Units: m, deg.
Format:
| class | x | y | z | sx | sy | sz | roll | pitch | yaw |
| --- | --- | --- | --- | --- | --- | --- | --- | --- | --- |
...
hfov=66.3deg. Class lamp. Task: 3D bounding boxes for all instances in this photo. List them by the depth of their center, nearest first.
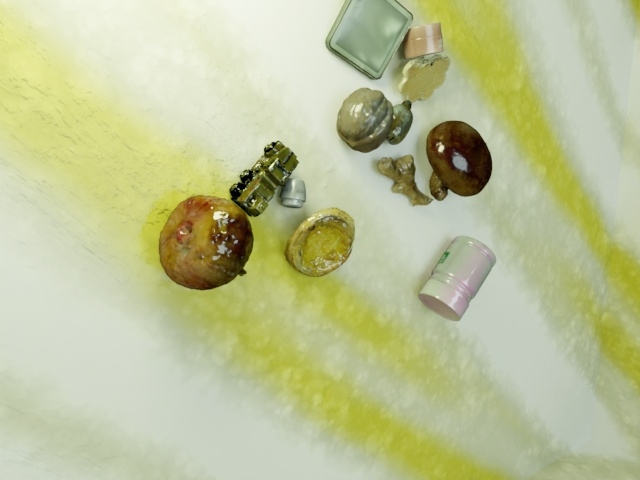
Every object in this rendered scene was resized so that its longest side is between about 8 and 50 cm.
| class | x | y | z | sx | sy | sz | roll | pitch | yaw |
| --- | --- | --- | --- | --- | --- | --- | --- | --- | --- |
| lamp | 0.175 | -0.746 | 1.737 | 0.269 | 0.047 | 0.266 | 21 | 103 | -36 |

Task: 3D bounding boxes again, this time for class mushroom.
| class | x | y | z | sx | sy | sz | roll | pitch | yaw |
| --- | --- | --- | --- | --- | --- | --- | --- | --- | --- |
| mushroom | 0.583 | -0.343 | 2.035 | 0.345 | 0.239 | 0.344 | -20 | 114 | -58 |

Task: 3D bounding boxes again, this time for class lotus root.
| class | x | y | z | sx | sy | sz | roll | pitch | yaw |
| --- | --- | --- | --- | --- | --- | --- | --- | --- | --- |
| lotus root | 0.302 | -0.462 | 1.894 | 0.113 | 0.088 | 0.192 | 35 | 78 | -27 |

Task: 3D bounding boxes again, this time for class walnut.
| class | x | y | z | sx | sy | sz | roll | pitch | yaw |
| --- | --- | --- | --- | --- | --- | --- | --- | --- | --- |
| walnut | 0.155 | -0.425 | 1.737 | 0.224 | 0.224 | 0.224 | -7 | 102 | -33 |

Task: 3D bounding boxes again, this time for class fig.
| class | x | y | z | sx | sy | sz | roll | pitch | yaw |
| --- | --- | --- | --- | --- | --- | --- | --- | --- | --- |
| fig | -0.312 | 0.028 | 1.501 | 0.286 | 0.286 | 0.368 | -63 | 158 | -9 |

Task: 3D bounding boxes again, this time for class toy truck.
| class | x | y | z | sx | sy | sz | roll | pitch | yaw |
| --- | --- | --- | --- | --- | --- | --- | --- | --- | --- |
| toy truck | -0.171 | -0.202 | 1.596 | 0.127 | 0.127 | 0.257 | 45 | 69 | -30 |

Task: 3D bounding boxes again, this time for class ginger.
| class | x | y | z | sx | sy | sz | roll | pitch | yaw |
| --- | --- | --- | --- | --- | --- | --- | --- | --- | --- |
| ginger | 0.344 | -0.245 | 1.966 | 0.147 | 0.081 | 0.333 | -54 | 129 | -15 |

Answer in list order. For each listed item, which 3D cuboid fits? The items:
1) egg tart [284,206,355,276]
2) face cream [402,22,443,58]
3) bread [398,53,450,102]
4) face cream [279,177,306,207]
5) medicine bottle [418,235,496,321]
| class | x | y | z | sx | sy | sz | roll | pitch | yaw |
| --- | --- | --- | --- | --- | --- | --- | --- | --- | --- |
| egg tart | 0.000 | 0.000 | 1.745 | 0.291 | 0.107 | 0.290 | -16 | 129 | -20 |
| face cream | 0.387 | -0.757 | 1.860 | 0.149 | 0.149 | 0.104 | -22 | 110 | -30 |
| bread | 0.399 | -0.631 | 1.921 | 0.251 | 0.039 | 0.181 | -21 | 143 | -29 |
| face cream | -0.093 | -0.160 | 1.675 | 0.091 | 0.091 | 0.094 | 9 | 86 | -35 |
| medicine bottle | 0.595 | 0.163 | 2.128 | 0.212 | 0.212 | 0.325 | 46 | 71 | -31 |
